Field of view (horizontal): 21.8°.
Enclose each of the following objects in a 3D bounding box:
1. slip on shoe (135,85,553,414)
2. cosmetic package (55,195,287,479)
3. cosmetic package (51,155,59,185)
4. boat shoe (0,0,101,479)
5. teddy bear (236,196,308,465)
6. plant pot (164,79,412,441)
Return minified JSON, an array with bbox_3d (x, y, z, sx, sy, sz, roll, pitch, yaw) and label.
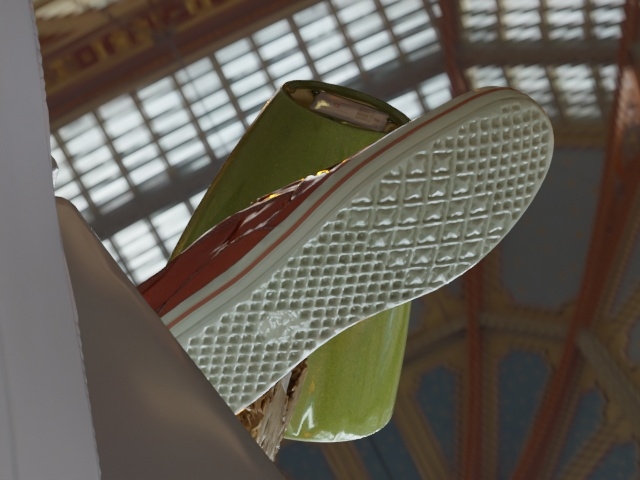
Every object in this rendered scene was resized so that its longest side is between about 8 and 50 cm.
[{"bbox_3d":[0.000,0.000,1.078,0.331,0.123,0.101,-35,-139,8],"label":"slip on shoe"},{"bbox_3d":[-0.261,0.204,0.789,0.329,0.327,0.394,46,-61,46],"label":"cosmetic package"},{"bbox_3d":[-0.370,-0.042,1.570,0.183,0.151,0.151,-36,-105,-28],"label":"cosmetic package"},{"bbox_3d":[-0.138,-0.023,0.499,0.094,0.302,0.109,-5,160,-30],"label":"boat shoe"},{"bbox_3d":[-0.084,0.120,1.307,0.113,0.338,0.245,17,-132,11],"label":"teddy bear"},{"bbox_3d":[-0.014,0.002,1.637,0.274,0.294,0.275,16,-161,-6],"label":"plant pot"}]
